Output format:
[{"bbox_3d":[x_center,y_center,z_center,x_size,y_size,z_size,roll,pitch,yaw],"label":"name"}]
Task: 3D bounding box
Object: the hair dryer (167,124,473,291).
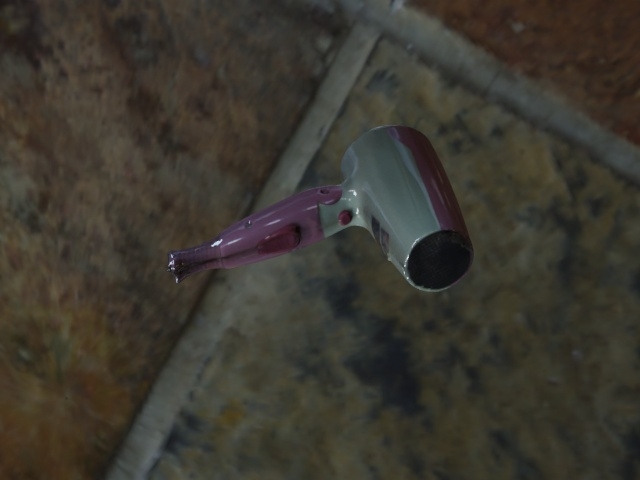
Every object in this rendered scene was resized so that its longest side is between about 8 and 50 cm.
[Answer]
[{"bbox_3d":[-0.004,-0.003,0.756,0.154,0.106,0.054,-15,124,0],"label":"hair dryer"}]
